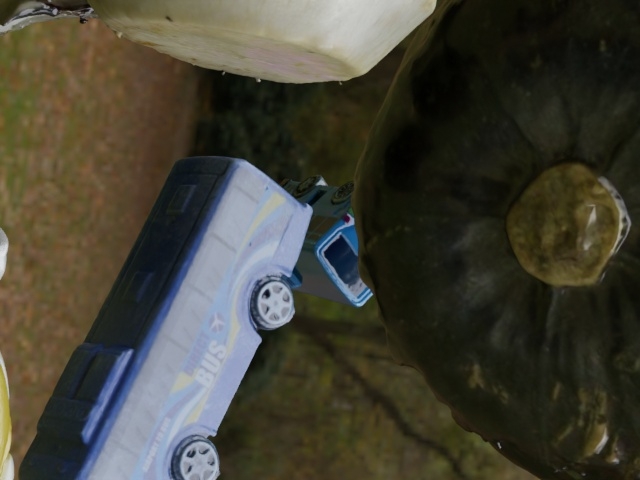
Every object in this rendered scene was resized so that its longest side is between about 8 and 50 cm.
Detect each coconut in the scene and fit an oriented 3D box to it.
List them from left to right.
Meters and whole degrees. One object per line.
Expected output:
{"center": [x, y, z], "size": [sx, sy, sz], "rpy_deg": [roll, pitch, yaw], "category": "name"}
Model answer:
{"center": [-0.029, -0.204, 0.825], "size": [0.241, 0.241, 0.241], "rpy_deg": [-172, -90, -87], "category": "coconut"}

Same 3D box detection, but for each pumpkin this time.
{"center": [0.241, -0.029, 1.176], "size": [0.344, 0.454, 0.455], "rpy_deg": [-8, 109, -57], "category": "pumpkin"}

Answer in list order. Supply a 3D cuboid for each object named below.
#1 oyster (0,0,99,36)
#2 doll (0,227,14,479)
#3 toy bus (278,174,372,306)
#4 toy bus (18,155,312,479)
{"center": [-0.190, -0.182, 1.075], "size": [0.221, 0.361, 0.096], "rpy_deg": [17, -58, 61], "category": "oyster"}
{"center": [-0.400, 0.113, 1.588], "size": [0.423, 0.161, 0.348], "rpy_deg": [121, -44, -56], "category": "doll"}
{"center": [0.000, 0.000, 1.548], "size": [0.106, 0.090, 0.184], "rpy_deg": [-46, -157, -17], "category": "toy bus"}
{"center": [-0.090, 0.064, 0.915], "size": [0.079, 0.094, 0.237], "rpy_deg": [-4, -125, 52], "category": "toy bus"}
